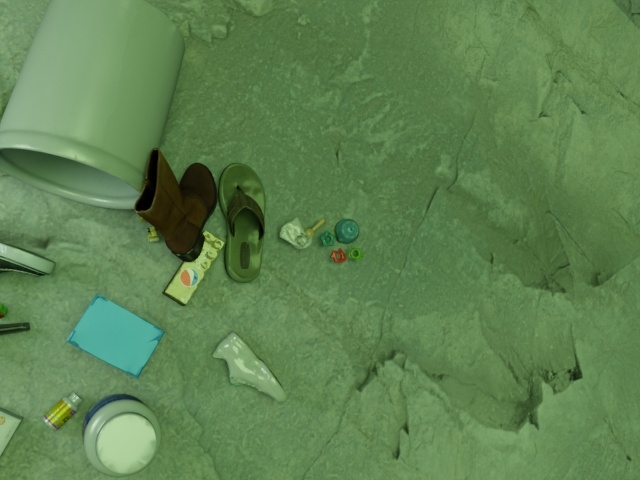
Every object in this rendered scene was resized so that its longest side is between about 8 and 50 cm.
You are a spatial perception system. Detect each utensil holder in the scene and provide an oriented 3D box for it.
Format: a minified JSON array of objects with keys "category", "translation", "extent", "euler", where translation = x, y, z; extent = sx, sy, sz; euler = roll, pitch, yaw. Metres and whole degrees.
[{"category":"utensil holder","translation":[-0.491,-0.303,1.381],"extent":[0.328,0.327,0.385],"euler":[16,73,-18]}]

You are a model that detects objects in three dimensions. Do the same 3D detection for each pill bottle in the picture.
[{"category":"pill bottle","translation":[-0.563,0.373,1.388],"extent":[0.043,0.043,0.083],"euler":[47,69,-8]},{"category":"pill bottle","translation":[-0.414,0.404,1.317],"extent":[0.152,0.272,0.152],"euler":[4,80,-20]}]

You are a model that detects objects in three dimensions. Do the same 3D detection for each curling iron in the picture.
[{"category":"curling iron","translation":[-0.762,0.213,1.341],"extent":[0.274,0.035,0.068],"euler":[-13,90,-22]}]

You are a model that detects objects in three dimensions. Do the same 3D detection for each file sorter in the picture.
[{"category":"file sorter","translation":[-0.458,0.215,1.421],"extent":[0.170,0.104,0.118],"euler":[32,72,-13]}]

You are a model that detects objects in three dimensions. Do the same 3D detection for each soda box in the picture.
[{"category":"soda box","translation":[-0.305,0.066,1.530],"extent":[0.061,0.058,0.181],"euler":[34,72,-13]}]

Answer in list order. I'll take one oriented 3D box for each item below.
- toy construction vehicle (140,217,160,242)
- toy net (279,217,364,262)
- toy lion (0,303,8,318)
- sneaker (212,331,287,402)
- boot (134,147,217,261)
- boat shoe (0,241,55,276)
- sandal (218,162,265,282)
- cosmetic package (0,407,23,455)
[{"category":"toy construction vehicle","translation":[-0.388,-0.047,1.527],"extent":[0.086,0.035,0.098],"euler":[-8,84,-22]},{"category":"toy net","translation":[0.000,0.000,1.668],"extent":[0.232,0.045,0.122],"euler":[0,83,-20]},{"category":"toy lion","translation":[-0.723,0.137,1.348],"extent":[0.100,0.096,0.034],"euler":[1,55,17]},{"category":"sneaker","translation":[-0.173,0.327,1.539],"extent":[0.094,0.080,0.212],"euler":[-43,91,-10]},{"category":"boot","translation":[-0.331,-0.120,1.422],"extent":[0.096,0.280,0.264],"euler":[6,65,14]},{"category":"boat shoe","translation":[-0.729,0.045,1.342],"extent":[0.306,0.113,0.105],"euler":[16,82,-15]},{"category":"sandal","translation":[-0.183,-0.047,1.579],"extent":[0.120,0.086,0.302],"euler":[-3,82,-22]},{"category":"cosmetic package","translation":[-0.723,0.459,1.303],"extent":[0.099,0.060,0.239],"euler":[30,72,-15]}]
